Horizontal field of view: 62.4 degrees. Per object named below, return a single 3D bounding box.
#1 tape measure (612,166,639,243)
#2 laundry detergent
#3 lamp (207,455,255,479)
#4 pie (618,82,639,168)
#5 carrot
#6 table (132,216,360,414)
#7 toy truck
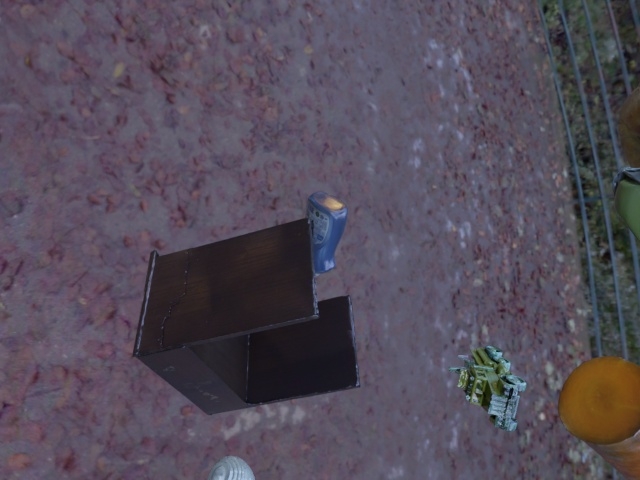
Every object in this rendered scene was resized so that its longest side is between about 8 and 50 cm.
[{"bbox_3d":[0.510,-0.040,0.724,0.106,0.175,0.200,-18,73,-41],"label":"tape measure"},{"bbox_3d":[-0.001,0.001,1.143,0.061,0.096,0.206,-29,142,-42],"label":"laundry detergent"},{"bbox_3d":[-0.186,0.578,1.233,0.193,0.106,0.106,54,50,-37],"label":"lamp"},{"bbox_3d":[0.683,-0.171,0.975,0.075,0.337,0.337,-42,117,-1],"label":"pie"},{"bbox_3d":[0.233,0.154,0.353,0.224,0.057,0.057,42,56,-28],"label":"carrot"},{"bbox_3d":[-0.106,0.131,0.870,0.251,0.282,0.196,63,18,-47],"label":"table"},{"bbox_3d":[0.394,0.349,1.281,0.135,0.259,0.128,9,100,-2],"label":"toy truck"}]
